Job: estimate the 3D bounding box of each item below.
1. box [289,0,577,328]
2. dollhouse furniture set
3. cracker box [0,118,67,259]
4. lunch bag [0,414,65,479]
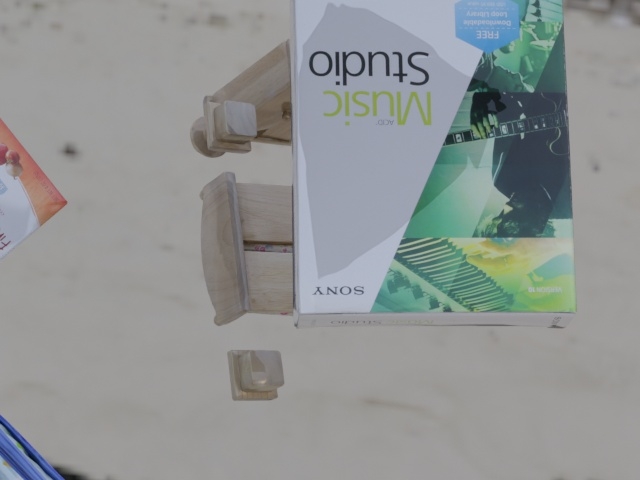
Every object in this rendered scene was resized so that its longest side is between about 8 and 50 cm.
[{"bbox_3d":[0.091,-0.087,1.671,0.232,0.322,0.058,-1,-13,-4],"label":"box"},{"bbox_3d":[0.000,0.000,1.998,0.303,0.356,0.174,4,-18,-31],"label":"dollhouse furniture set"},{"bbox_3d":[-0.375,-0.024,1.896,0.232,0.156,0.067,-45,11,-35],"label":"cracker box"},{"bbox_3d":[-0.251,0.227,1.668,0.219,0.090,0.176,46,-10,3],"label":"lunch bag"}]
